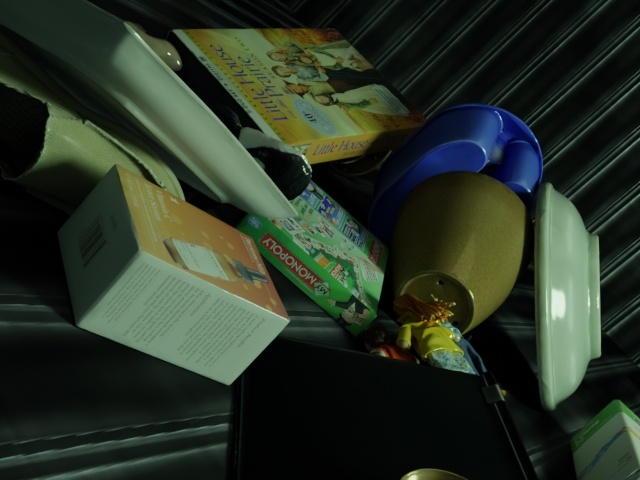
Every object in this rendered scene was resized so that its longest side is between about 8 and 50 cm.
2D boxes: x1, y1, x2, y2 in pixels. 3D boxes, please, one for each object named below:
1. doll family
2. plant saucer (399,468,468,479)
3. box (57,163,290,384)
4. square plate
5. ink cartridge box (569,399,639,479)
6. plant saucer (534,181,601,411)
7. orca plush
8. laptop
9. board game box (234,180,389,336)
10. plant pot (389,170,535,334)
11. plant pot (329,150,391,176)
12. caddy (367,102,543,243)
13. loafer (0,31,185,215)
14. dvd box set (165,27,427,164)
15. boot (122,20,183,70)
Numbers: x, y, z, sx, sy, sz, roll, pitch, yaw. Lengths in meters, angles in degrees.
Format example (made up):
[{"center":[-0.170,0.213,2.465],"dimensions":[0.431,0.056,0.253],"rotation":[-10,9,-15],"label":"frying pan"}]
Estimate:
[{"center":[0.165,0.145,1.178],"dimensions":[0.263,0.118,0.163],"rotation":[23,26,-53],"label":"doll family"},{"center":[0.099,0.214,0.711],"dimensions":[0.083,0.015,0.083],"rotation":[12,23,-5],"label":"plant saucer"},{"center":[-0.132,0.032,0.800],"dimensions":[0.170,0.091,0.130],"rotation":[29,21,-39],"label":"box"},{"center":[-0.217,-0.155,0.899],"dimensions":[0.347,0.049,0.344],"rotation":[31,-8,31],"label":"square plate"},{"center":[0.498,0.390,1.356],"dimensions":[0.201,0.117,0.278],"rotation":[43,15,1],"label":"ink cartridge box"},{"center":[0.434,0.097,1.554],"dimensions":[0.400,0.100,0.400],"rotation":[0,90,-73],"label":"plant saucer"},{"center":[-0.136,-0.086,1.085],"dimensions":[0.287,0.102,0.151],"rotation":[29,-27,35],"label":"orca plush"},{"center":[0.106,0.301,0.822],"dimensions":[0.382,0.236,0.408],"rotation":[-96,165,-66],"label":"laptop"},{"center":[0.000,0.000,1.288],"dimensions":[0.213,0.046,0.317],"rotation":[42,16,-5],"label":"board game box"},{"center":[0.204,0.046,1.404],"dimensions":[0.237,0.237,0.254],"rotation":[42,31,-4],"label":"plant pot"},{"center":[0.048,-0.243,1.851],"dimensions":[0.167,0.167,0.165],"rotation":[27,15,-44],"label":"plant pot"},{"center":[0.241,-0.090,1.621],"dimensions":[0.241,0.341,0.179],"rotation":[40,34,-12],"label":"caddy"},{"center":[-0.242,-0.079,0.818],"dimensions":[0.268,0.102,0.092],"rotation":[39,25,-20],"label":"loafer"},{"center":[-0.034,-0.266,1.591],"dimensions":[0.420,0.062,0.307],"rotation":[-14,55,-46],"label":"dvd box set"},{"center":[-0.276,-0.303,1.424],"dimensions":[0.118,0.042,0.087],"rotation":[38,23,-13],"label":"boot"}]
